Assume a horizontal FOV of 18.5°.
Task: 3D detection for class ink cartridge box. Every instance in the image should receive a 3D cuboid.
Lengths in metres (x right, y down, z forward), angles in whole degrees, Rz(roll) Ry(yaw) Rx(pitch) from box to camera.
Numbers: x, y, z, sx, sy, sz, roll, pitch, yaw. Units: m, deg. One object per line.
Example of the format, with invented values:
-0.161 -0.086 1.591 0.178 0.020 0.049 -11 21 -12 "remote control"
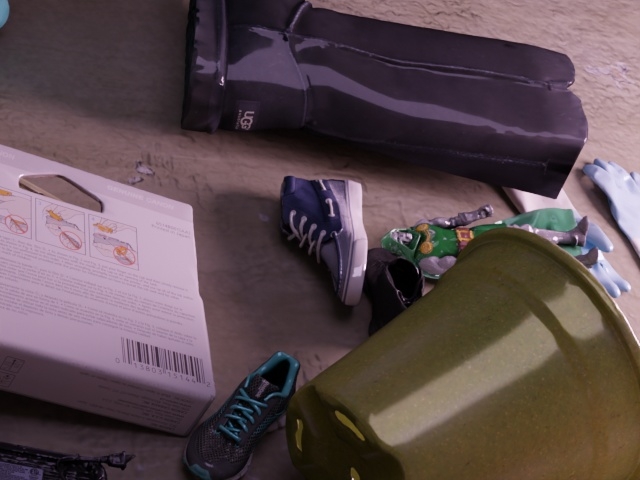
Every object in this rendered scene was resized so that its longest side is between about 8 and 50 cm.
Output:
-0.251 0.035 1.830 0.296 0.066 0.261 18 38 -25 "ink cartridge box"

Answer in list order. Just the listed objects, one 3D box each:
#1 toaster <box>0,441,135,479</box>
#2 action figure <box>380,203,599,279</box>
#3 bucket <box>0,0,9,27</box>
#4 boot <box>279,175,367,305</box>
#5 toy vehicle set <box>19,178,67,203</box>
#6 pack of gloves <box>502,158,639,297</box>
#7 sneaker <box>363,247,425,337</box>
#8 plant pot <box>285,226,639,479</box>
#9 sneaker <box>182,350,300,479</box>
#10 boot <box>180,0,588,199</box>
-0.255 0.251 1.590 0.186 0.110 0.168 11 41 -11 "toaster"
0.178 0.006 2.105 0.232 0.063 0.137 0 43 -12 "action figure"
-0.418 -0.302 2.041 0.183 0.281 0.281 11 40 -4 "bucket"
0.000 0.000 2.041 0.086 0.069 0.190 6 33 -7 "boot"
-0.361 0.013 1.876 0.166 0.035 0.267 29 40 10 "toy vehicle set"
0.328 -0.027 2.227 0.195 0.046 0.232 -5 46 -27 "pack of gloves"
0.078 0.045 1.995 0.051 0.089 0.170 10 40 -13 "sneaker"
0.118 0.161 1.771 0.254 0.276 0.276 -25 57 -29 "plant pot"
-0.070 0.158 1.808 0.065 0.076 0.166 29 40 11 "sneaker"
0.072 -0.236 2.255 0.445 0.146 0.367 7 53 -7 "boot"
